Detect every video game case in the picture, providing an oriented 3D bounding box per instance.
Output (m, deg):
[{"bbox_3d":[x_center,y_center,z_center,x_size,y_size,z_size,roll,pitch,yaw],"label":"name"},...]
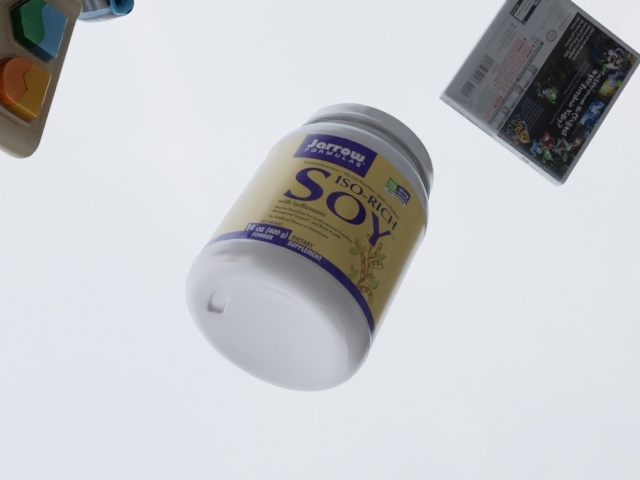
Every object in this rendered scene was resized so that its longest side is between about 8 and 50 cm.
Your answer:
[{"bbox_3d":[0.253,-0.186,1.072,0.173,0.022,0.190,36,-103,-6],"label":"video game case"}]

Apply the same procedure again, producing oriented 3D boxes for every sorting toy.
[{"bbox_3d":[-0.342,-0.217,0.980,0.193,0.038,0.208,36,-121,-47],"label":"sorting toy"}]

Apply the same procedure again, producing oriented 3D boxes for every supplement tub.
[{"bbox_3d":[0.000,0.000,1.213,0.241,0.241,0.331,59,-138,-31],"label":"supplement tub"}]

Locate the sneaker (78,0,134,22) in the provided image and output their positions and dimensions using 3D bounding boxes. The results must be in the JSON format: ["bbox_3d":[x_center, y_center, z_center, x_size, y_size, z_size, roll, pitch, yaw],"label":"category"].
[{"bbox_3d":[-0.261,-0.436,1.152,0.125,0.140,0.340,-9,-69,-52],"label":"sneaker"}]
